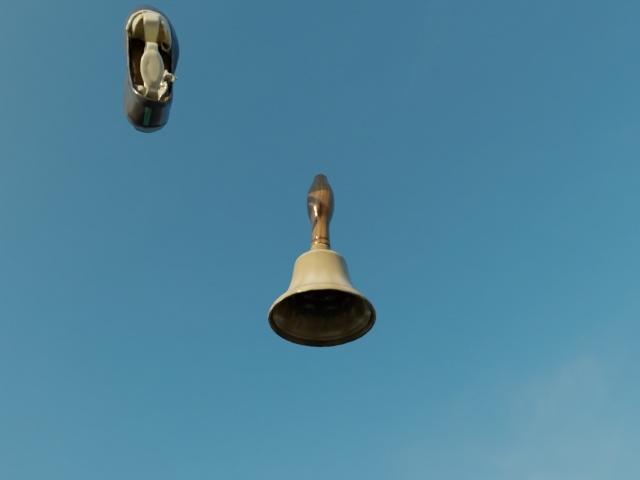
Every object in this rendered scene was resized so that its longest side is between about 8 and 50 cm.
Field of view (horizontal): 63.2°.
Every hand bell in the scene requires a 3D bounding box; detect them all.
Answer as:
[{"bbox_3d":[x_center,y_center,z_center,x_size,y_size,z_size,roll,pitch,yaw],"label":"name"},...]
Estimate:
[{"bbox_3d":[0.000,0.000,0.676,0.126,0.242,0.126,-1,-40,-1],"label":"hand bell"}]

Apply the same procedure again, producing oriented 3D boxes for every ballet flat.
[{"bbox_3d":[-0.208,-0.231,0.643,0.074,0.203,0.074,-5,-23,-2],"label":"ballet flat"}]
